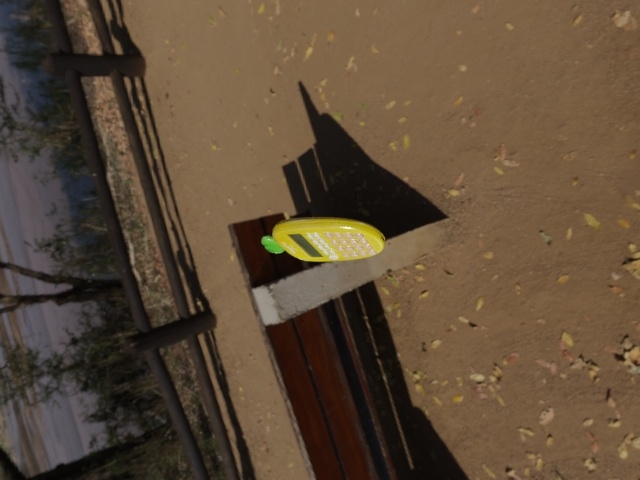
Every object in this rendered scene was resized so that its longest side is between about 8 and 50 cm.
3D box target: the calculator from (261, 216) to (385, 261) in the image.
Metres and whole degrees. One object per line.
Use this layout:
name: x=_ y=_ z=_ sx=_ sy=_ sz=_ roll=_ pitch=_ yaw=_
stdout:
calculator: x=0.000 y=0.000 z=0.882 sx=0.234 sy=0.146 sz=0.032 roll=-1 pitch=64 yaw=25
